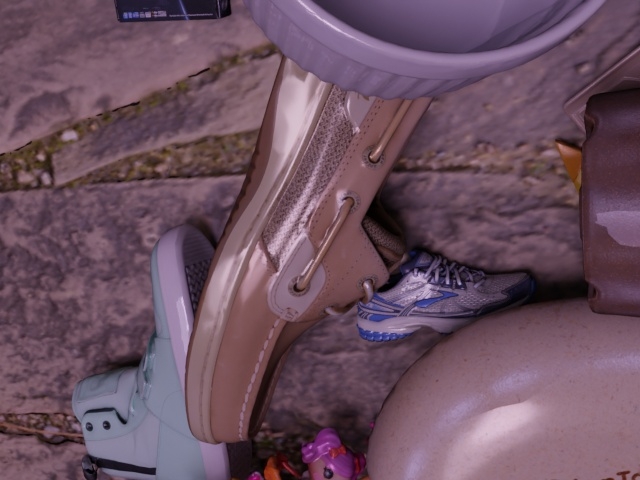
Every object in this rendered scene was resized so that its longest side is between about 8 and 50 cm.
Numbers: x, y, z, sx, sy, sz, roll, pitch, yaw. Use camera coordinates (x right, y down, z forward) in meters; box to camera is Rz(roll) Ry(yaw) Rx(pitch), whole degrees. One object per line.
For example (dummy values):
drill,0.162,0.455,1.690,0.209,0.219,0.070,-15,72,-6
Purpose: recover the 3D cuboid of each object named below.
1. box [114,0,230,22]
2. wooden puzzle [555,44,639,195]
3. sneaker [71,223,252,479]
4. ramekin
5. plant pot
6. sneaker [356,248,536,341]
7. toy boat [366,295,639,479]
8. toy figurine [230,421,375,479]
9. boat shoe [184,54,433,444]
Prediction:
box,-0.107,-0.187,0.556,0.083,0.018,0.067,4,115,19
wooden puzzle,0.198,-0.078,0.495,0.116,0.014,0.078,-31,104,29
sneaker,-0.147,0.106,0.654,0.151,0.094,0.255,2,116,13
ramekin,0.045,-0.170,0.408,0.207,0.109,0.207,1,82,-10
plant pot,0.228,-0.020,0.422,0.165,0.167,0.166,-1,112,23
sneaker,0.082,0.034,0.567,0.135,0.052,0.058,-12,101,23
toy boat,0.171,0.182,0.550,0.268,0.148,0.318,-7,108,6
toy figurine,-0.006,0.202,0.626,0.159,0.130,0.173,-44,115,2
boat shoe,0.000,0.000,0.526,0.110,0.121,0.341,21,110,4
